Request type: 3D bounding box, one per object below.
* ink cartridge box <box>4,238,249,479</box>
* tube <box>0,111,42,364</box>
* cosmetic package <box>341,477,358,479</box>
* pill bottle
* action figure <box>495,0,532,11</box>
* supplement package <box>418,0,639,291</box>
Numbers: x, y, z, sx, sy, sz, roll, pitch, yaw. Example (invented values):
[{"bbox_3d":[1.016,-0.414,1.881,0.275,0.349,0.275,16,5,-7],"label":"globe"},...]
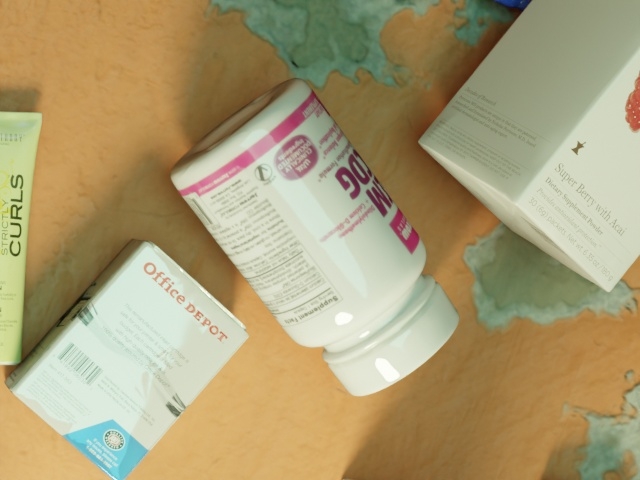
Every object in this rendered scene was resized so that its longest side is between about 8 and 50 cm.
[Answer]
[{"bbox_3d":[-0.185,0.112,1.559,0.139,0.082,0.191,44,79,-13],"label":"ink cartridge box"},{"bbox_3d":[-0.312,-0.004,1.535,0.070,0.062,0.240,7,83,-56],"label":"tube"},{"bbox_3d":[0.066,0.437,1.537,0.097,0.284,0.377,13,89,-16],"label":"cosmetic package"},{"bbox_3d":[0.000,0.000,1.569,0.160,0.160,0.283,-39,102,-12],"label":"pill bottle"},{"bbox_3d":[0.181,-0.277,1.630,0.280,0.139,0.091,15,86,-14],"label":"action figure"},{"bbox_3d":[0.278,-0.135,1.592,0.177,0.175,0.293,39,90,-37],"label":"supplement package"}]
